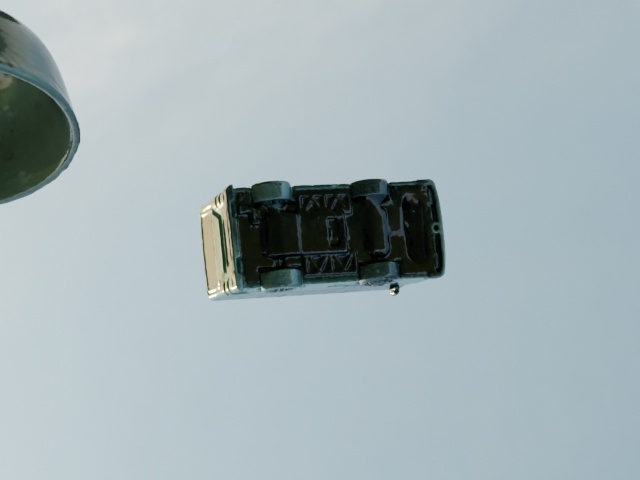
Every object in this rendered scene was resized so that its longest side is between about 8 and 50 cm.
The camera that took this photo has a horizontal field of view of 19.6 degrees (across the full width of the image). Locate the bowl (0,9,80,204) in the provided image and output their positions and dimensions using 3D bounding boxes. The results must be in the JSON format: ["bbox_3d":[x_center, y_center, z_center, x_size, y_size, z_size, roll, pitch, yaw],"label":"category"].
[{"bbox_3d":[-0.379,-0.155,1.803,0.289,0.289,0.146,-20,-121,25],"label":"bowl"}]

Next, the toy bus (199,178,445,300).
[{"bbox_3d":[0.000,0.000,2.111,0.147,0.256,0.128,157,-71,-66],"label":"toy bus"}]
